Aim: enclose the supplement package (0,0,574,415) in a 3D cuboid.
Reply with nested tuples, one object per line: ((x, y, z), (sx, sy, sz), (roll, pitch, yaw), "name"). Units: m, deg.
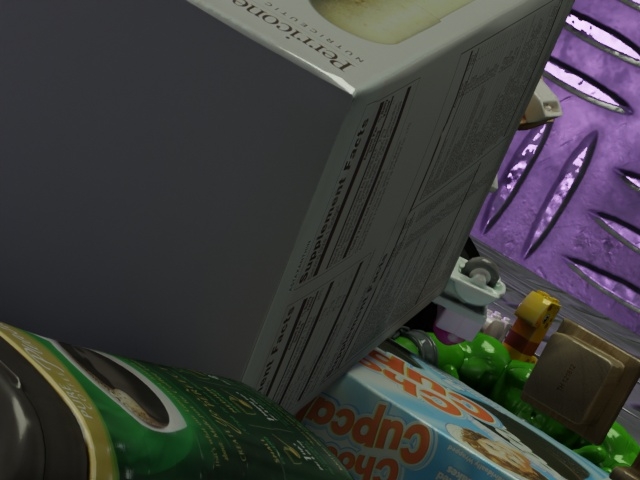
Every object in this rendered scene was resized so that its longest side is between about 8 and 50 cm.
((-0.041, -0.060, 0.889), (0.199, 0.198, 0.263), (30, 29, 15), "supplement package")

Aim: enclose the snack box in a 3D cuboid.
((-0.010, 0.067, 1.030), (0.322, 0.060, 0.187), (31, 7, 17), "snack box")

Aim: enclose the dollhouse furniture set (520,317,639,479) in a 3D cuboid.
((0.056, 0.083, 0.724), (0.182, 0.161, 0.101), (33, 7, 24), "dollhouse furniture set")

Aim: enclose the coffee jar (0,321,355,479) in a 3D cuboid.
((-0.072, 0.075, 0.586), (0.096, 0.079, 0.184), (37, 9, 34), "coffee jar")

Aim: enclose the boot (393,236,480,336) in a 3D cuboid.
((0.053, -0.044, 1.403), (0.260, 0.131, 0.348), (-17, 37, -38), "boot")

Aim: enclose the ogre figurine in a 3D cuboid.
((0.117, 0.109, 1.158), (0.197, 0.096, 0.118), (17, 19, 14), "ogre figurine")

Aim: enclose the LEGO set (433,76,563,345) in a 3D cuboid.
((0.054, -0.038, 1.198), (0.132, 0.107, 0.287), (37, 30, -7), "LEGO set")

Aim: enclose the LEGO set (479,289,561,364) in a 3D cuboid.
((0.124, 0.068, 1.492), (0.087, 0.093, 0.227), (32, 7, 27), "LEGO set")
